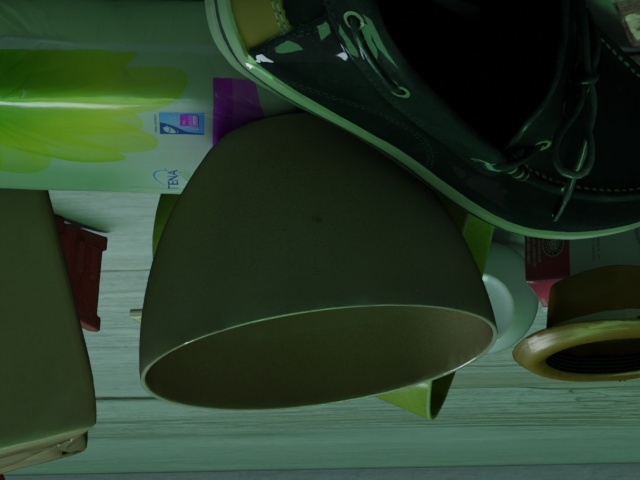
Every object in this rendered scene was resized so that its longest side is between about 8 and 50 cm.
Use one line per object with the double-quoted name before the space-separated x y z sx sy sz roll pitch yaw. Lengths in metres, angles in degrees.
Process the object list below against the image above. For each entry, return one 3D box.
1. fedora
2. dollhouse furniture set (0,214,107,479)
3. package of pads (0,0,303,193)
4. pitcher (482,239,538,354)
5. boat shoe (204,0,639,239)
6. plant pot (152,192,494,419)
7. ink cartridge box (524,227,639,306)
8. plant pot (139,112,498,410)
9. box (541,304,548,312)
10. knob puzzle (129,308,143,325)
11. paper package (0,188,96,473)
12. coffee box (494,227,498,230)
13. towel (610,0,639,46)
"fedora" 0.270 0.073 1.601 0.194 0.079 0.194 -4 159 -2
"dollhouse furniture set" -0.378 0.162 1.952 0.201 0.374 0.152 -10 156 34
"package of pads" -0.162 -0.118 1.481 0.296 0.101 0.229 2 162 -4
"pitcher" 0.158 0.056 1.970 0.178 0.125 0.207 2 -171 8
"boat shoe" 0.142 -0.124 1.324 0.500 0.187 0.156 22 159 -39
"plant pot" 0.000 0.000 1.663 0.293 0.275 0.275 14 165 10
"ink cartridge box" 0.309 -0.027 1.671 0.218 0.158 0.092 -5 159 17
"plant pot" -0.014 0.009 1.410 0.284 0.191 0.284 -8 161 -3
"box" 0.309 0.029 1.958 0.101 0.102 0.087 7 164 -19
"knob puzzle" -0.153 0.128 2.421 0.213 0.030 0.213 0 163 0
"paper package" -0.386 0.064 1.616 0.309 0.325 0.168 -12 168 -12
"coffee box" 0.143 -0.035 1.853 0.113 0.040 0.184 10 161 -34
"towel" 0.273 -0.232 1.138 0.237 0.037 0.329 -8 154 24
